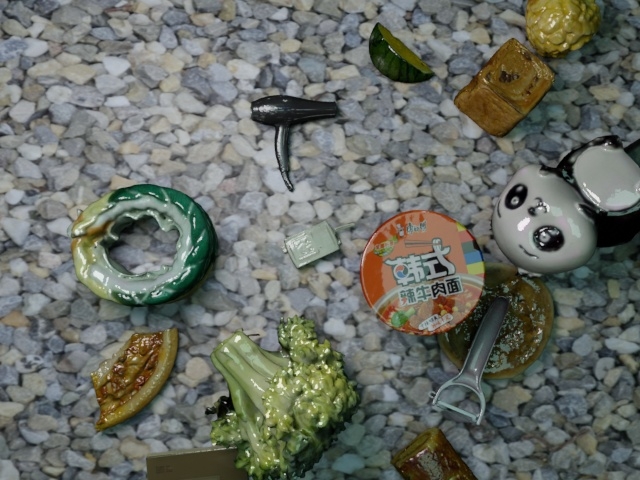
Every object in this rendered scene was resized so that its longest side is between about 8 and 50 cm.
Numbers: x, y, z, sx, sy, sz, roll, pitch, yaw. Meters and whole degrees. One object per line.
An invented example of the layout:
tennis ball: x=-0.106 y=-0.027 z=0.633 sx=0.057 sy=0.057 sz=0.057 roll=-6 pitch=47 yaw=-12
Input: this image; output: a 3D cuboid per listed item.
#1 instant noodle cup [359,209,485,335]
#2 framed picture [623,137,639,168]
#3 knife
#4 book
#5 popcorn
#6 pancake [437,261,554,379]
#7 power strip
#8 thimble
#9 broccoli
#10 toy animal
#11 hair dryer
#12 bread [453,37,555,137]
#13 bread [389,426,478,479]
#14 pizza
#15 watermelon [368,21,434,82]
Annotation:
instant noodle cup: x=0.197 y=0.070 z=1.124 sx=0.251 sy=0.192 sz=0.250 roll=0 pitch=86 yaw=-2
framed picture: x=0.810 y=-0.085 z=1.196 sx=0.265 sy=0.016 sz=0.346 roll=-25 pitch=87 yaw=-33
knife: x=0.334 y=0.244 z=1.148 sx=0.123 sy=0.053 sz=0.277 roll=22 pitch=90 yaw=5
book: x=-0.257 y=0.609 z=1.146 sx=0.217 sy=0.021 sz=0.310 roll=-5 pitch=86 yaw=-3
popcorn: x=0.550 y=-0.504 z=1.209 sx=0.180 sy=0.170 sz=0.179 roll=-13 pitch=123 yaw=-21
pancake: x=0.399 y=0.181 z=1.201 sx=0.283 sy=0.049 sz=0.282 roll=0 pitch=88 yaw=-1
power strip: x=0.000 y=0.000 z=1.193 sx=0.175 sy=0.042 sz=0.075 roll=-25 pitch=86 yaw=-5
thimble: x=-0.368 y=0.010 z=1.111 sx=0.288 sy=0.167 sz=0.254 roll=7 pitch=85 yaw=-3
broccoli: x=-0.097 y=0.300 z=1.013 sx=0.293 sy=0.348 sz=0.281 roll=-40 pitch=94 yaw=2
toy animal: x=0.526 y=-0.056 z=1.140 sx=0.310 sy=0.251 sz=0.250 roll=-26 pitch=88 yaw=8
hair dryer: x=-0.058 y=-0.220 z=1.208 sx=0.196 sy=0.075 sz=0.219 roll=-3 pitch=96 yaw=-12
bread: x=0.413 y=-0.335 z=1.192 sx=0.149 sy=0.143 sz=0.158 roll=-42 pitch=89 yaw=-12
bread: x=0.255 y=0.509 z=1.140 sx=0.132 sy=0.103 sz=0.172 roll=-37 pitch=86 yaw=-8
pizza: x=-0.404 y=0.291 z=1.144 sx=0.271 sy=0.056 sz=0.134 roll=-43 pitch=97 yaw=-6
watermelon: x=0.176 y=-0.430 z=1.218 sx=0.092 sy=0.075 sz=0.181 roll=-43 pitch=88 yaw=-9
